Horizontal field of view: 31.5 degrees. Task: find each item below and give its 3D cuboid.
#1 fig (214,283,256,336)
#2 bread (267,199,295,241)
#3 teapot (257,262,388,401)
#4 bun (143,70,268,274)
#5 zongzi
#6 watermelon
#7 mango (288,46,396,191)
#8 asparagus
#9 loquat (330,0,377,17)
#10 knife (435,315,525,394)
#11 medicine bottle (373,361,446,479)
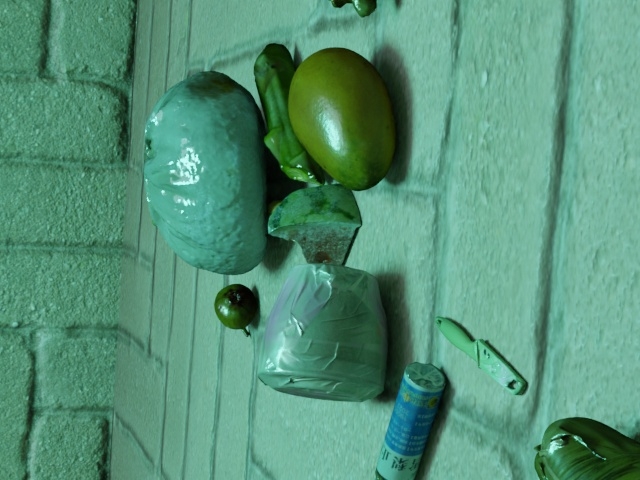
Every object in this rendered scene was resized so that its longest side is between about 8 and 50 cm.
[{"bbox_3d":[-0.153,0.126,2.061,0.084,0.082,0.098,43,155,21],"label":"fig"},{"bbox_3d":[-0.047,-0.034,1.800,0.062,0.049,0.103,69,165,-15],"label":"bread"},{"bbox_3d":[0.025,0.120,1.488,0.163,0.221,0.178,0,75,32],"label":"teapot"},{"bbox_3d":[-0.191,-0.112,1.923,0.362,0.211,0.362,177,90,-82],"label":"bun"},{"bbox_3d":[0.250,0.171,0.864,0.205,0.094,0.204,-108,32,-46],"label":"zongzi"},{"bbox_3d":[0.016,-0.014,1.641,0.158,0.121,0.098,53,-156,-33],"label":"watermelon"},{"bbox_3d":[0.032,-0.165,1.499,0.221,0.120,0.151,-122,35,-48],"label":"mango"},{"bbox_3d":[-0.050,-0.188,1.804,0.085,0.082,0.343,-34,46,20],"label":"asparagus"},{"bbox_3d":[0.028,-0.388,1.500,0.172,0.149,0.204,-33,71,65],"label":"loquat"},{"bbox_3d":[0.169,0.118,1.223,0.207,0.014,0.030,-137,52,-64],"label":"knife"},{"bbox_3d":[0.101,0.233,1.341,0.051,0.051,0.191,-118,36,-55],"label":"medicine bottle"}]
